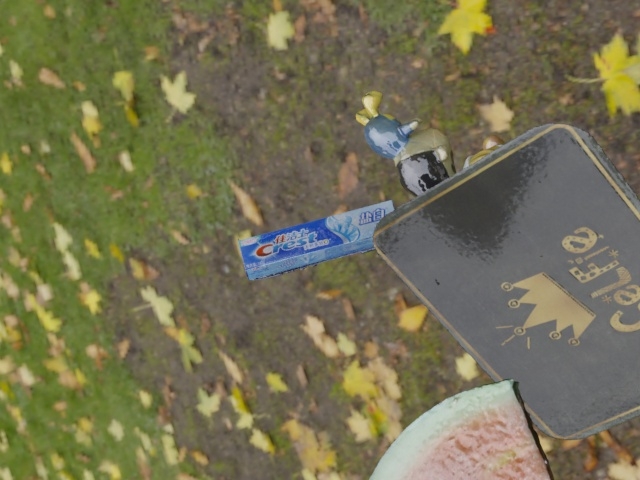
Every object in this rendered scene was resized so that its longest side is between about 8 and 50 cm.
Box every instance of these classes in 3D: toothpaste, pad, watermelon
[{"bbox_3d":[0.000,0.000,1.661,0.053,0.272,0.066,80,174,-63],"label":"toothpaste"},{"bbox_3d":[0.268,0.061,0.959,0.315,0.063,0.375,-32,116,27],"label":"pad"},{"bbox_3d":[0.154,0.225,0.821,0.202,0.136,0.207,29,99,26],"label":"watermelon"}]

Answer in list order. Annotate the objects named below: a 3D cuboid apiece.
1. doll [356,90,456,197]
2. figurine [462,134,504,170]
[{"bbox_3d":[0.120,-0.123,1.300,0.179,0.089,0.102,55,160,13],"label":"doll"},{"bbox_3d":[0.330,-0.089,1.683,0.133,0.274,0.194,-42,80,17],"label":"figurine"}]
